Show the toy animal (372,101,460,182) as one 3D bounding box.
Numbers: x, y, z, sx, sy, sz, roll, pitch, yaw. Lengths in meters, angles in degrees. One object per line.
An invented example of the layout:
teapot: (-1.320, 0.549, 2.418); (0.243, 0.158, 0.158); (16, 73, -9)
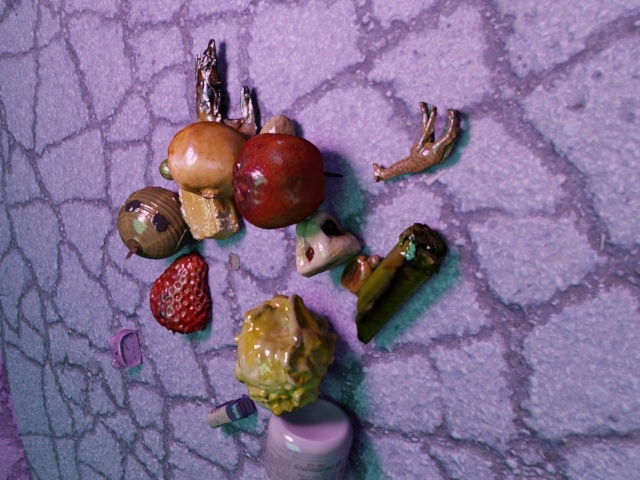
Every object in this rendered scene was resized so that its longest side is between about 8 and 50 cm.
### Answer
toy animal: (0.230, -0.216, 1.445); (0.149, 0.054, 0.275); (50, 127, 21)

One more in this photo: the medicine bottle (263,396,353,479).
medicine bottle: (-0.044, 0.640, 1.754); (0.245, 0.245, 0.306); (24, 116, 32)

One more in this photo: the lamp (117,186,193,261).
lamp: (-0.555, -0.040, 1.964); (0.250, 0.284, 0.250); (17, 138, 16)

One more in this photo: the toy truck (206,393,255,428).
toy truck: (-0.316, 0.589, 2.060); (0.202, 0.088, 0.074); (-30, 81, 39)

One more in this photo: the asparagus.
asparagus: (0.175, 0.120, 1.534); (0.129, 0.108, 0.382); (28, 125, -11)

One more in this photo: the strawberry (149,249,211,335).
strawberry: (-0.485, 0.201, 2.061); (0.280, 0.150, 0.253); (-42, 75, 39)

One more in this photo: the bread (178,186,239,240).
bread: (-0.351, -0.119, 1.888); (0.174, 0.121, 0.245); (-15, 88, 31)

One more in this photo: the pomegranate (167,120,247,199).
pomegranate: (-0.310, -0.224, 1.714); (0.248, 0.248, 0.248); (11, 108, 36)

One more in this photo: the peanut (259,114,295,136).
peanut: (-0.131, -0.243, 1.699); (0.103, 0.098, 0.229); (-119, 38, -61)

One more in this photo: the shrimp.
shrimp: (-0.279, -0.411, 1.796); (0.233, 0.071, 0.364); (11, 110, 30)

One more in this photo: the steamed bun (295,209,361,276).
steamed bun: (0.000, 0.000, 1.630); (0.172, 0.141, 0.155); (-35, 74, 42)

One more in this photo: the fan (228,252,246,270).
fan: (-0.269, 0.073, 1.946); (0.083, 0.004, 0.055); (20, 112, 34)

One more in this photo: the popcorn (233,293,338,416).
popcorn: (-0.094, 0.312, 1.696); (0.312, 0.312, 0.312); (11, 108, 36)

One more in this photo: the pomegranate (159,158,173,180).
pomegranate: (-0.500, -0.244, 2.017); (0.073, 0.073, 0.084); (40, 86, 24)

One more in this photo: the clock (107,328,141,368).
clock: (-0.770, 0.432, 2.369); (0.050, 0.110, 0.152); (-3, 100, 41)

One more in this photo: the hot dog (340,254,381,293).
hot dog: (0.108, 0.085, 1.614); (0.090, 0.060, 0.140); (50, 135, 33)

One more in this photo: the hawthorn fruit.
hawthorn fruit: (-0.076, -0.155, 1.559); (0.254, 0.301, 0.253); (175, 90, -71)
